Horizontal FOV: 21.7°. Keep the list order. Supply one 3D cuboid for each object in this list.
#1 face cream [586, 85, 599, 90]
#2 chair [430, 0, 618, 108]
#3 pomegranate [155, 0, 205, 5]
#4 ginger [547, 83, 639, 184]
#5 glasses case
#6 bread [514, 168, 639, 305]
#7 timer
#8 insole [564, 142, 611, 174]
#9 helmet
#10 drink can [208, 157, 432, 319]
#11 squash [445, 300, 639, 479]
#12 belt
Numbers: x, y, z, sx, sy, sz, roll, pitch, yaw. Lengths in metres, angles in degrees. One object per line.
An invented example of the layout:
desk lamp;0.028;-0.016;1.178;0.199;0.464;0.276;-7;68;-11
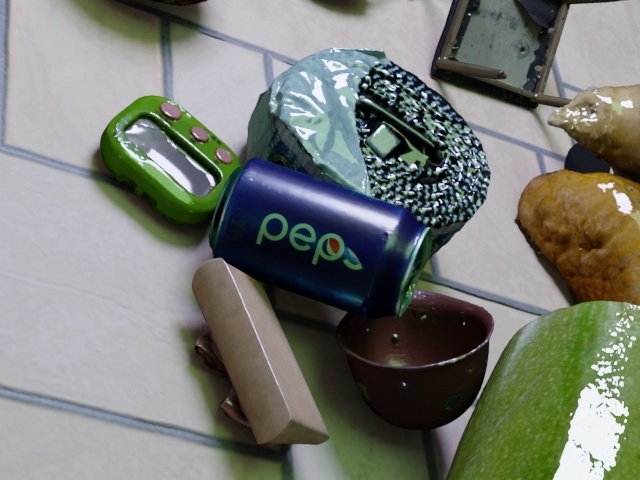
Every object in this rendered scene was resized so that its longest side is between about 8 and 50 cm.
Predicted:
face cream;0.360;-0.173;2.210;0.040;0.021;0.083;37;39;-3
chair;0.235;-0.263;2.100;0.188;0.166;0.272;15;4;-28
pomegranate;-0.148;-0.377;1.816;0.214;0.248;0.214;20;50;-25
ginger;0.398;-0.124;1.997;0.270;0.219;0.123;20;66;-7
glasses case;-0.063;0.120;1.569;0.102;0.070;0.193;33;27;-56
bread;0.350;0.004;1.944;0.129;0.134;0.260;-10;60;-45
timer;-0.152;-0.081;1.691;0.140;0.047;0.128;41;37;0
insole;0.357;-0.109;2.159;0.064;0.004;0.188;45;39;5
helmet;0.092;0.125;1.643;0.155;0.106;0.175;-15;27;-20
drink can;0.000;0.000;1.635;0.205;0.118;0.118;19;38;11
squash;0.231;0.267;1.504;0.263;0.263;0.384;36;40;-5
belt;0.043;-0.084;1.772;0.258;0.150;0.207;33;49;-8
